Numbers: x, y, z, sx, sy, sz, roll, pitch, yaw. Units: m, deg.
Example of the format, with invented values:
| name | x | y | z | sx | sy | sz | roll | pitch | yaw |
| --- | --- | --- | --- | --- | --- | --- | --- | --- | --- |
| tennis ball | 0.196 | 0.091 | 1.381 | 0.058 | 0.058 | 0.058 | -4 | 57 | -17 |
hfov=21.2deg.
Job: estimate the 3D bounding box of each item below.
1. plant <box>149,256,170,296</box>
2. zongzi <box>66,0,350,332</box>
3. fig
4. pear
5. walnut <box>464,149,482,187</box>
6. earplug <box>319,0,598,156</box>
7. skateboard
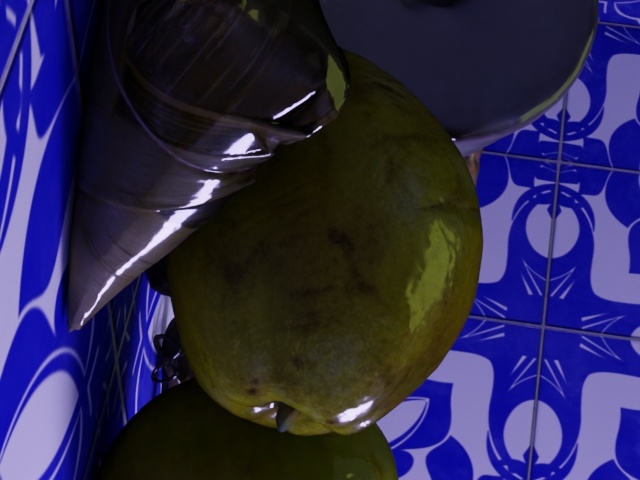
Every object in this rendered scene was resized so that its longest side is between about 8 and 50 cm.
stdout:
| name | x | y | z | sx | sy | sz | roll | pitch | yaw |
| --- | --- | --- | --- | --- | --- | --- | --- | --- | --- |
| plant | -0.012 | 0.010 | 1.602 | 0.188 | 0.276 | 0.199 | -87 | -164 | -60 |
| zongzi | -0.122 | -0.128 | 1.271 | 0.317 | 0.154 | 0.289 | -48 | -149 | 30 |
| fig | -0.079 | 0.269 | 1.469 | 0.258 | 0.258 | 0.326 | -62 | 172 | -77 |
| pear | 0.000 | 0.000 | 1.354 | 0.269 | 0.269 | 0.321 | 89 | 8 | -64 |
| walnut | 0.069 | -0.148 | 2.291 | 0.344 | 0.306 | 0.306 | -163 | -99 | -82 |
| earplug | 0.062 | -0.206 | 1.767 | 0.394 | 0.313 | 0.312 | 147 | -46 | -68 |
| skateboard | -0.143 | 0.148 | 1.693 | 0.080 | 0.067 | 0.151 | -15 | 108 | -74 |
